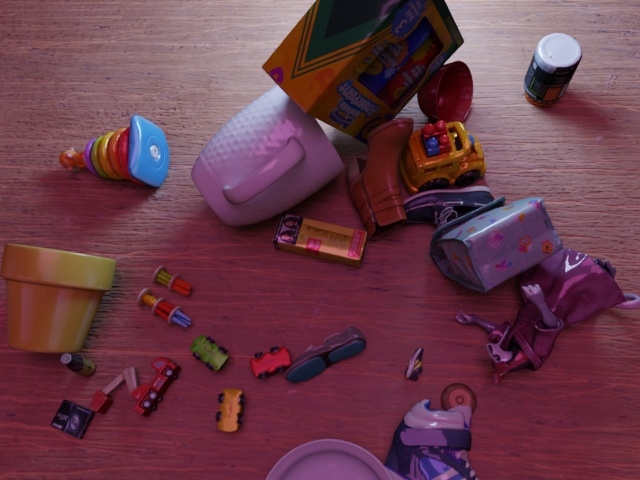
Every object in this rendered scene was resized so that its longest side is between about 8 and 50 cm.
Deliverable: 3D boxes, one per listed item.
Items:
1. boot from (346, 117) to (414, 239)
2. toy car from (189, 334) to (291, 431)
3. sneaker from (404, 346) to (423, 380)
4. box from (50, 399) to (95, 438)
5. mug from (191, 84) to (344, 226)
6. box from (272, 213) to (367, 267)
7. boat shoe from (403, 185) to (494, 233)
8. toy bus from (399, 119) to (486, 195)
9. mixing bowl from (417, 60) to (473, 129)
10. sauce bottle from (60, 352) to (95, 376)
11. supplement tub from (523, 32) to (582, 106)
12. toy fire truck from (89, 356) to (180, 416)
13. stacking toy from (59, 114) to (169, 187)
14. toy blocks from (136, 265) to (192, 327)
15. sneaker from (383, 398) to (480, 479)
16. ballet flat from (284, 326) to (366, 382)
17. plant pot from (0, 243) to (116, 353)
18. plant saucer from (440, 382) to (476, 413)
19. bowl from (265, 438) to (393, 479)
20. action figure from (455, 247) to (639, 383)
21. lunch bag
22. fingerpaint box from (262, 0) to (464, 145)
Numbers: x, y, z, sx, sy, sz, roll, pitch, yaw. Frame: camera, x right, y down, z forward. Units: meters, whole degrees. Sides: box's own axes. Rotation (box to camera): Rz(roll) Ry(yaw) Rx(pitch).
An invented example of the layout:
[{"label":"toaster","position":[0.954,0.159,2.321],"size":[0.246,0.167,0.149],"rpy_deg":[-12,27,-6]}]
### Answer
[{"label":"boot","position":[0.165,-0.149,1.503],"size":[0.109,0.283,0.220],"rpy_deg":[3,61,-36]},{"label":"toy car","position":[-0.216,0.309,1.453],"size":[0.225,0.053,0.239],"rpy_deg":[35,74,17]},{"label":"sneaker","position":[0.230,0.295,1.440],"size":[0.035,0.031,0.083],"rpy_deg":[28,76,0]},{"label":"box","position":[-0.595,0.428,1.450],"size":[0.083,0.018,0.067],"rpy_deg":[20,70,12]},{"label":"mug","position":[-0.141,-0.184,1.488],"size":[0.328,0.374,0.276],"rpy_deg":[-35,106,1]},{"label":"box","position":[0.000,0.000,1.559],"size":[0.232,0.058,0.087],"rpy_deg":[14,69,9]},{"label":"boat shoe","position":[0.324,-0.076,1.551],"size":[0.254,0.095,0.079],"rpy_deg":[-7,56,-8]},{"label":"toy bus","position":[0.320,-0.236,1.551],"size":[0.220,0.211,0.149],"rpy_deg":[-14,66,-3]},{"label":"mixing bowl","position":[0.329,-0.401,1.655],"size":[0.098,0.181,0.181],"rpy_deg":[18,68,41]},{"label":"sauce bottle","position":[-0.580,0.296,1.444],"size":[0.042,0.128,0.042],"rpy_deg":[-1,69,2]},{"label":"supplement tub","position":[0.618,-0.452,1.626],"size":[0.117,0.190,0.117],"rpy_deg":[-1,68,3]},{"label":"toy fire truck","position":[-0.444,0.352,1.455],"size":[0.135,0.047,0.192],"rpy_deg":[28,72,16]},{"label":"stacking toy","position":[-0.586,-0.230,1.663],"size":[0.301,0.166,0.175],"rpy_deg":[-3,81,16]},{"label":"toy blocks","position":[-0.372,0.146,1.530],"size":[0.148,0.054,0.123],"rpy_deg":[27,73,14]},{"label":"sneaker","position":[0.310,0.481,1.299],"size":[0.322,0.130,0.236],"rpy_deg":[25,76,19]},{"label":"ballet flat","position":[0.007,0.272,1.453],"size":[0.213,0.072,0.068],"rpy_deg":[-24,41,-6]},{"label":"plant pot","position":[-0.645,0.144,1.462],"size":[0.254,0.254,0.239],"rpy_deg":[7,83,7]},{"label":"plant saucer","position":[0.322,0.373,1.406],"size":[0.083,0.015,0.083],"rpy_deg":[-2,67,4]},{"label":"bowl","position":[0.022,0.578,1.280],"size":[0.298,0.134,0.298],"rpy_deg":[-2,68,4]},{"label":"action figure","position":[0.509,0.191,1.404],"size":[0.275,0.248,0.370],"rpy_deg":[40,73,-10]},{"label":"lunch bag","position":[0.396,0.003,1.431],"size":[0.223,0.262,0.160],"rpy_deg":[-26,97,-8]},{"label":"fingerpaint box","position":[0.125,-0.437,1.419],"size":[0.371,0.445,0.163],"rpy_deg":[-46,74,14]}]
